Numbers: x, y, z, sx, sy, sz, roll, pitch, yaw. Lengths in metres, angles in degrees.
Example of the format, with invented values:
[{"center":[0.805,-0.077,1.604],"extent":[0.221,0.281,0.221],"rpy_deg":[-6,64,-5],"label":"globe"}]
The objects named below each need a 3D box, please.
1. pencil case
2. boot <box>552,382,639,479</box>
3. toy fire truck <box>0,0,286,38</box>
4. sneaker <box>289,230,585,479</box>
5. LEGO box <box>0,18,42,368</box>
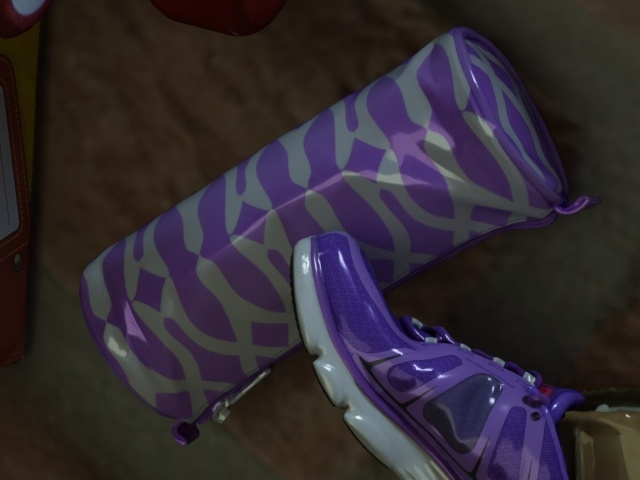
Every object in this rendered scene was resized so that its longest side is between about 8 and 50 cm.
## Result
[{"center":[0.000,0.000,0.769],"extent":[0.206,0.086,0.088],"rpy_deg":[-33,77,22],"label":"pencil case"},{"center":[0.147,0.192,0.723],"extent":[0.236,0.089,0.269],"rpy_deg":[-2,92,23],"label":"boot"},{"center":[-0.065,-0.228,0.653],"extent":[0.169,0.302,0.254],"rpy_deg":[16,140,14],"label":"toy fire truck"},{"center":[0.053,0.061,0.702],"extent":[0.071,0.068,0.170],"rpy_deg":[-40,84,6],"label":"sneaker"},{"center":[-0.315,-0.204,0.830],"extent":[0.372,0.193,0.500],"rpy_deg":[7,97,23],"label":"LEGO box"}]
